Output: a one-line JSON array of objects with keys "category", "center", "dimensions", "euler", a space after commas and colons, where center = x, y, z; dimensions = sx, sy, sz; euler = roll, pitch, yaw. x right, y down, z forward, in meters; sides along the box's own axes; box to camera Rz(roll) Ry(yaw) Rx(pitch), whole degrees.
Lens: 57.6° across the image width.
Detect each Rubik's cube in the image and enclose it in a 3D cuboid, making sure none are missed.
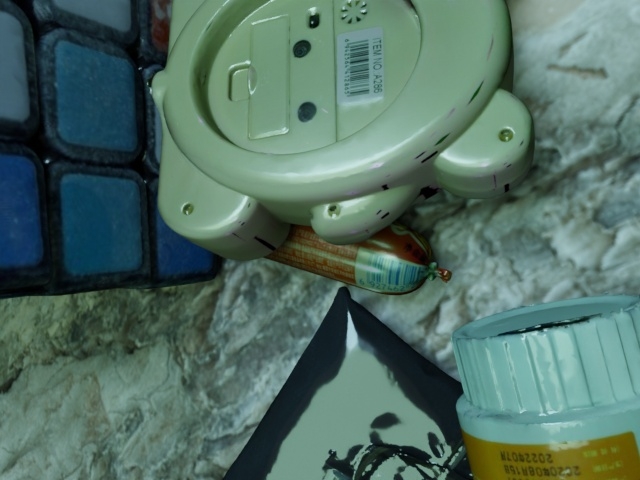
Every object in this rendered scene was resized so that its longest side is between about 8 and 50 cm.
[{"category": "Rubik's cube", "center": [-0.339, -0.113, 0.595], "dimensions": [0.363, 0.359, 0.362], "euler": [-5, 91, 31]}]

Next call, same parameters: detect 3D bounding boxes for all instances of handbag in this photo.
[{"category": "handbag", "center": [0.038, 0.205, 0.540], "dimensions": [0.211, 0.088, 0.254], "euler": [33, 94, 14]}]

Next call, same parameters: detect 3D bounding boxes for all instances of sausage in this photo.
[{"category": "sausage", "center": [0.000, 0.000, 0.569], "dimensions": [0.264, 0.083, 0.083], "euler": [16, 100, 25]}]

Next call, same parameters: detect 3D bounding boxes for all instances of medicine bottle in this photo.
[{"category": "medicine bottle", "center": [0.199, 0.205, 0.421], "dimensions": [0.158, 0.158, 0.318], "euler": [-14, 87, 28]}]

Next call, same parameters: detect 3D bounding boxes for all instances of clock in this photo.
[{"category": "clock", "center": [0.012, -0.135, 0.504], "dimensions": [0.309, 0.114, 0.284], "euler": [-6, 70, 18]}]
